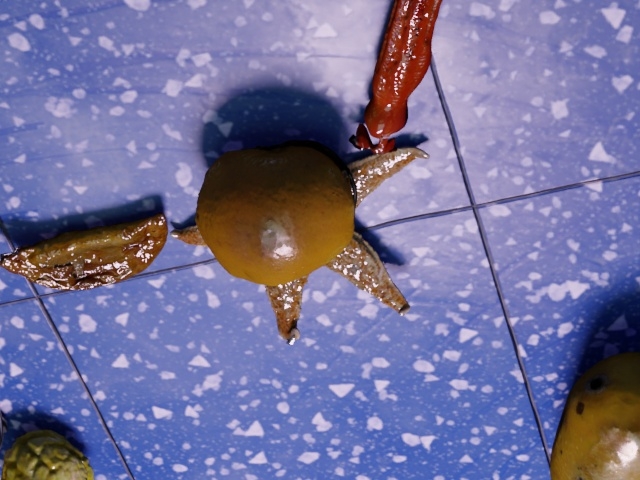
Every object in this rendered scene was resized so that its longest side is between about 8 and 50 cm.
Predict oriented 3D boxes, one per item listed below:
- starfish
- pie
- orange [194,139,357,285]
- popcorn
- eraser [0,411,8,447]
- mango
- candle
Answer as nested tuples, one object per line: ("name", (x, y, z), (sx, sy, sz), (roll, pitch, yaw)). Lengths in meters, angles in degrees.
("starfish", (0.001, -0.002, 1.719), (0.295, 0.048, 0.231), (-23, 112, 15))
("pie", (-0.247, 0.017, 1.755), (0.191, 0.033, 0.088), (-14, 134, 7))
("orange", (-0.046, -0.024, 1.631), (0.160, 0.112, 0.170), (32, 102, -10))
("popcorn", (-0.326, 0.284, 1.929), (0.106, 0.116, 0.120), (-8, 89, -27))
("eraser", (-0.528, 0.245, 1.874), (0.290, 0.171, 0.087), (-12, 98, 12))
("mango", (0.350, 0.246, 1.828), (0.176, 0.175, 0.329), (31, 152, 18))
("candle", (0.093, -0.220, 1.544), (0.051, 0.048, 0.329), (-18, 139, -37))
